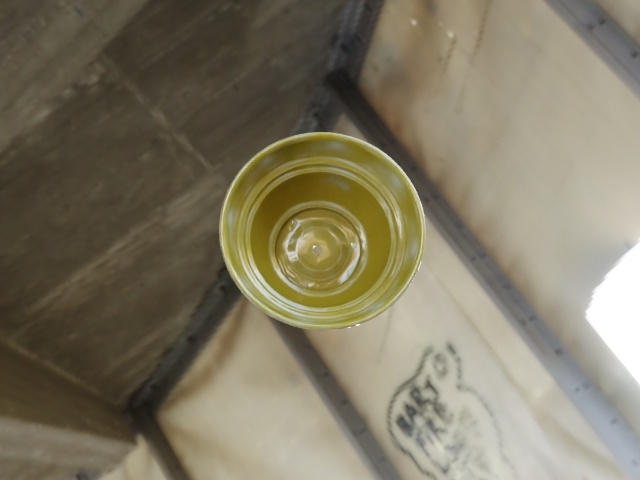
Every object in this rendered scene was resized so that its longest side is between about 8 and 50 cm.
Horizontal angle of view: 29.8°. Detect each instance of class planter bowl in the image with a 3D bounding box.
[{"bbox_3d":[0.000,0.000,1.299,0.217,0.217,0.090,-29,-13,-11],"label":"planter bowl"}]
